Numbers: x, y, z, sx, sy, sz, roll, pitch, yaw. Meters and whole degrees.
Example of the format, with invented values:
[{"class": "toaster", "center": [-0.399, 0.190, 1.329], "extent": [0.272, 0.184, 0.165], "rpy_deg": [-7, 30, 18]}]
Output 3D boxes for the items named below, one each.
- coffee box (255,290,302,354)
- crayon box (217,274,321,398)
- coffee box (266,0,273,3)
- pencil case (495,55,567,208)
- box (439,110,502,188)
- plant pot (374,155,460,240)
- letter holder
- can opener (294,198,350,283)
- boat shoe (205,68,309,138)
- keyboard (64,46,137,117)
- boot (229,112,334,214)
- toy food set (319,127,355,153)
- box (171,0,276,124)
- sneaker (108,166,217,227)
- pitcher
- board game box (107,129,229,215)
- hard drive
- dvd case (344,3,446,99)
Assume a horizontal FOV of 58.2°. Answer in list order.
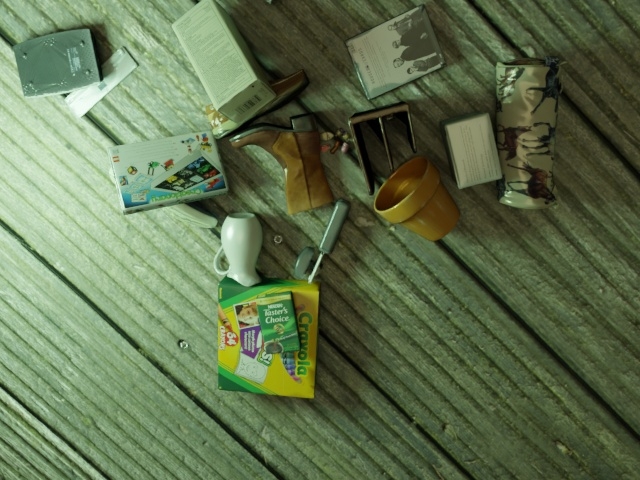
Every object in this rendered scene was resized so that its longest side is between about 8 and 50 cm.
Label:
[{"class": "coffee box", "center": [-0.126, 0.249, 1.738], "extent": [0.113, 0.040, 0.184], "rpy_deg": [-7, 102, 6]}, {"class": "crayon box", "center": [-0.162, 0.305, 1.830], "extent": [0.312, 0.106, 0.363], "rpy_deg": [4, 104, 5]}, {"class": "coffee box", "center": [-0.191, -0.780, 1.541], "extent": [0.246, 0.098, 0.141], "rpy_deg": [34, 79, -3]}, {"class": "pencil case", "center": [0.572, -0.286, 1.570], "extent": [0.183, 0.160, 0.411], "rpy_deg": [-1, 104, 10]}, {"class": "box", "center": [0.410, -0.254, 1.586], "extent": [0.118, 0.181, 0.182], "rpy_deg": [-14, 103, 10]}, {"class": "plant pot", "center": [0.290, -0.103, 1.642], "extent": [0.188, 0.205, 0.205], "rpy_deg": [40, 105, -20]}, {"class": "letter holder", "center": [0.180, -0.250, 1.550], "extent": [0.151, 0.302, 0.215], "rpy_deg": [-13, 103, 9]}, {"class": "can opener", "center": [0.000, 0.000, 1.752], "extent": [0.095, 0.076, 0.284], "rpy_deg": [22, 104, 0]}, {"class": "boat shoe", "center": [-0.191, -0.411, 1.648], "extent": [0.323, 0.122, 0.120], "rpy_deg": [-27, 97, 11]}, {"class": "keyboard", "center": [-0.666, -0.476, 1.741], "extent": [0.256, 0.014, 0.072], "rpy_deg": [-36, 103, 14]}, {"class": "boot", "center": [-0.113, -0.214, 1.704], "extent": [0.264, 0.096, 0.281], "rpy_deg": [-14, 110, -7]}, {"class": "toy food set", "center": [0.046, -0.290, 1.701], "extent": [0.122, 0.019, 0.078], "rpy_deg": [-14, 102, 10]}, {"class": "box", "center": [-0.264, -0.492, 1.569], "extent": [0.148, 0.121, 0.311], "rpy_deg": [-32, 72, 13]}, {"class": "sneaker", "center": [-0.450, -0.169, 1.743], "extent": [0.350, 0.131, 0.148], "rpy_deg": [31, 71, -17]}, {"class": "pitcher", "center": [-0.261, 0.021, 1.771], "extent": [0.177, 0.125, 0.207], "rpy_deg": [9, 108, 27]}, {"class": "board game box", "center": [-0.437, -0.199, 1.663], "extent": [0.305, 0.053, 0.193], "rpy_deg": [-13, 81, -19]}, {"class": "hard drive", "center": [-0.773, -0.522, 1.710], "extent": [0.254, 0.054, 0.172], "rpy_deg": [-8, 98, 10]}, {"class": "dvd case", "center": [0.210, -0.527, 1.618], "extent": [0.238, 0.029, 0.179], "rpy_deg": [-22, 101, 12]}]
